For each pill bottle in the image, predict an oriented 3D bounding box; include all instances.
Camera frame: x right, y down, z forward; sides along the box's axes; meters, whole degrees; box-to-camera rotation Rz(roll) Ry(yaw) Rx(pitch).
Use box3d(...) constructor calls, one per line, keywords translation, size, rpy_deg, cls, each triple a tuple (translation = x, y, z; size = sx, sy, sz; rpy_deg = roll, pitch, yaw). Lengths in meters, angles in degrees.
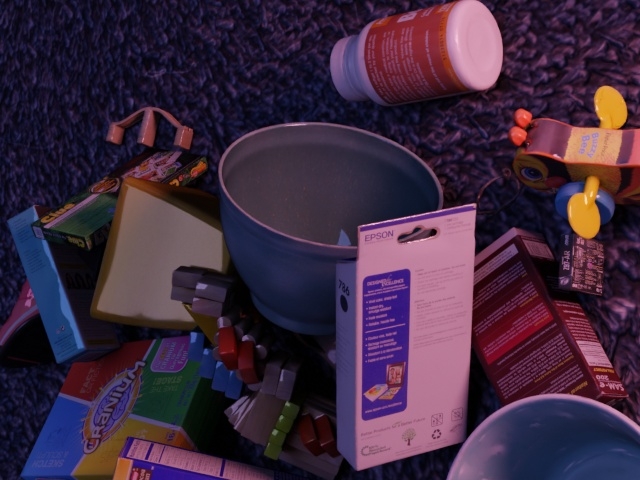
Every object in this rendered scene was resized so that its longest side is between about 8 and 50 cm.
box3d(translation=(0.124, -0.245, 1.716), size=(0.216, 0.121, 0.121), rpy_deg=(-5, 80, 38), cls="pill bottle")

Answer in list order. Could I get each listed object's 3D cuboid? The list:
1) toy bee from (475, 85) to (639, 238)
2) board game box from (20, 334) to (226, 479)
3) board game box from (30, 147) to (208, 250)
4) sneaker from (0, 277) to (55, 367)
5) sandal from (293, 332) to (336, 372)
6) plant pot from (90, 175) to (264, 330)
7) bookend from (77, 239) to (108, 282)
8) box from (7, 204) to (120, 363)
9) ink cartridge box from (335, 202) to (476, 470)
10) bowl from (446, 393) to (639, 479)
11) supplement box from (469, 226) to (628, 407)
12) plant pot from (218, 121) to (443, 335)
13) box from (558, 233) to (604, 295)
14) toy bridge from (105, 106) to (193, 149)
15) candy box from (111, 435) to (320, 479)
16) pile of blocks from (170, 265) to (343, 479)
box3d(translation=(0.293, -0.086, 1.507), size=(0.298, 0.162, 0.195), rpy_deg=(-21, 48, 22), cls="toy bee")
box3d(translation=(-0.287, 0.266, 1.944), size=(0.316, 0.064, 0.242), rpy_deg=(-9, 47, 38), cls="board game box")
box3d(translation=(-0.308, -0.069, 1.982), size=(0.136, 0.260, 0.030), rpy_deg=(14, 130, 39), cls="board game box")
box3d(translation=(-0.450, 0.082, 2.166), size=(0.314, 0.116, 0.136), rpy_deg=(-51, 45, 14), cls="sneaker")
box3d(translation=(-0.006, 0.123, 1.805), size=(0.090, 0.060, 0.219), rpy_deg=(-54, 54, 20), cls="sandal")
box3d(translation=(-0.181, 0.039, 1.880), size=(0.187, 0.212, 0.212), rpy_deg=(16, 94, 28), cls="plant pot")
box3d(translation=(-0.321, -0.018, 2.018), size=(0.157, 0.156, 0.072), rpy_deg=(43, 129, 36), cls="bookend")
box3d(translation=(-0.401, 0.069, 2.003), size=(0.060, 0.100, 0.244), rpy_deg=(-27, 76, 21), cls="box")
box3d(translation=(0.103, 0.111, 1.569), size=(0.065, 0.165, 0.332), rpy_deg=(-139, 45, -56), cls="ink cartridge box")
box3d(translation=(0.307, 0.332, 1.447), size=(0.311, 0.163, 0.311), rpy_deg=(-8, 77, 39), cls="bowl")
box3d(translation=(0.261, 0.119, 1.577), size=(0.130, 0.073, 0.239), rpy_deg=(-40, 59, 30), cls="supplement box")
box3d(translation=(0.000, 0.000, 1.704), size=(0.293, 0.293, 0.196), rpy_deg=(41, 135, 36), cls="plant pot")
box3d(translation=(0.314, 0.030, 1.539), size=(0.018, 0.083, 0.067), rpy_deg=(-1, 83, 38), cls="box")
box3d(translation=(-0.281, -0.186, 2.102), size=(0.188, 0.026, 0.063), rpy_deg=(7, 81, 40), cls="toy bridge")
box3d(translation=(-0.145, 0.435, 1.718), size=(0.317, 0.122, 0.268), rpy_deg=(13, 93, -2), cls="candy box")
box3d(translation=(-0.095, 0.191, 1.727), size=(0.149, 0.112, 0.362), rpy_deg=(-42, 91, 11), cls="pile of blocks")
